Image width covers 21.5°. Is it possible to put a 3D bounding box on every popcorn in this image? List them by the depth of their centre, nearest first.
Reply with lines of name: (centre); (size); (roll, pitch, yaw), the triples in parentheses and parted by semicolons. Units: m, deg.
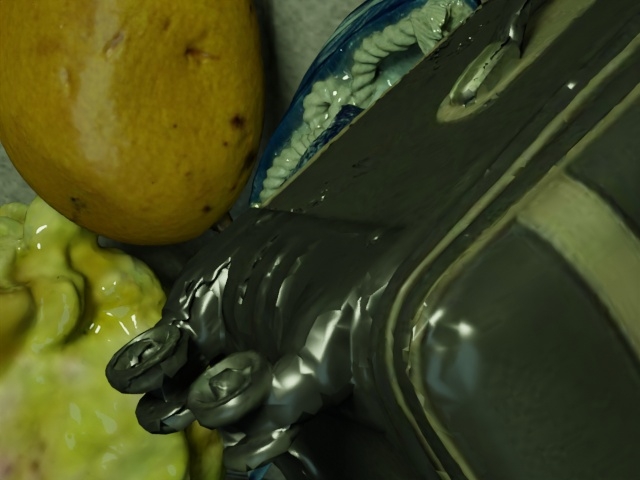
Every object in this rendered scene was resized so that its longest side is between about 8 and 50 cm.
popcorn: (-0.169, 0.096, 1.001); (0.259, 0.259, 0.212); (46, 162, -17)

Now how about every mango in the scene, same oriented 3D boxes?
mango: (-0.106, -0.104, 0.879); (0.147, 0.109, 0.227); (-4, 112, 11)

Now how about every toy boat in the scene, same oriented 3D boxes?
toy boat: (0.015, -0.026, 0.802); (0.070, 0.291, 0.210); (28, 113, -9)

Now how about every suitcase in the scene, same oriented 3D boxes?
suitcase: (0.156, 0.005, 0.679); (0.194, 0.434, 0.283); (9, 137, 56)
